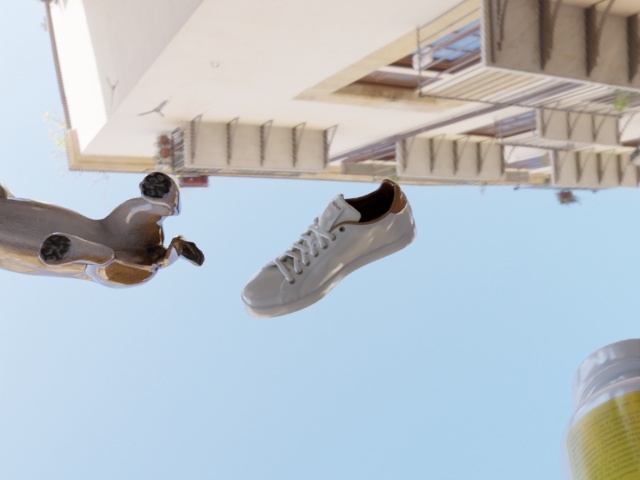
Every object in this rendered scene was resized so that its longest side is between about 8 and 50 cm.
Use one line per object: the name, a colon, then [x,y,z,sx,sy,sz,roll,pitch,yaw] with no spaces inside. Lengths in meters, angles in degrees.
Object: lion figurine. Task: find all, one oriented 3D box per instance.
lion figurine: [-0.291,-0.008,0.734,0.392,0.240,0.142,19,-108,6]

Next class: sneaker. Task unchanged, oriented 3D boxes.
sneaker: [0.000,0.000,0.999,0.290,0.106,0.123,-31,-48,-12]

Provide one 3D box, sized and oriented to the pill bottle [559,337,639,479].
pill bottle: [0.174,0.132,0.334,0.103,0.103,0.184,48,-153,-16]
